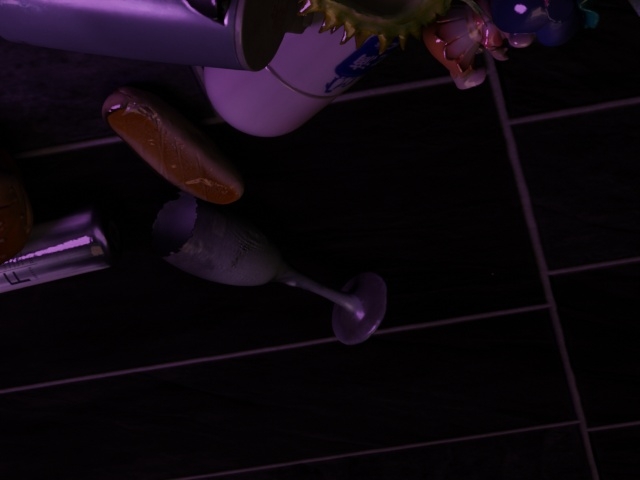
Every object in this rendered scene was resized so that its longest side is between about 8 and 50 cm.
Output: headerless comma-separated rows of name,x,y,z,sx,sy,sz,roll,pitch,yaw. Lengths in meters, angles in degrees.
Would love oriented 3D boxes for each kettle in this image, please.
kettle,-0.143,-0.225,1.593,0.243,0.160,0.210,15,-178,17

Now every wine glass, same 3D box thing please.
wine glass,0.000,0.000,2.087,0.309,0.096,0.264,26,140,-37

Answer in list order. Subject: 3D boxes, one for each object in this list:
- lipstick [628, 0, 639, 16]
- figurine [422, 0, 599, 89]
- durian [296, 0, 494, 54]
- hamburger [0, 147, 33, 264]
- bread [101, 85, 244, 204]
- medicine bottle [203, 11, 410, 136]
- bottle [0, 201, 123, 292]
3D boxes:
lipstick,0.252,-0.320,1.626,0.068,0.066,0.317,-20,144,25
figurine,0.187,-0.218,1.741,0.195,0.111,0.102,-23,145,32
durian,0.027,-0.314,1.449,0.169,0.157,0.355,1,121,20
hamburger,-0.434,-0.037,1.955,0.243,0.146,0.286,10,145,-33
bread,-0.160,-0.106,1.945,0.073,0.053,0.214,-25,140,24
medicine bottle,0.012,-0.217,1.709,0.130,0.130,0.341,19,142,-32
bottle,-0.360,0.011,2.096,0.254,0.079,0.096,-13,109,15
